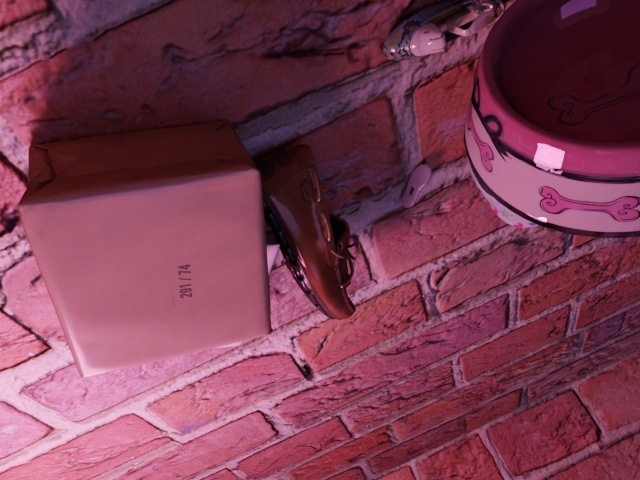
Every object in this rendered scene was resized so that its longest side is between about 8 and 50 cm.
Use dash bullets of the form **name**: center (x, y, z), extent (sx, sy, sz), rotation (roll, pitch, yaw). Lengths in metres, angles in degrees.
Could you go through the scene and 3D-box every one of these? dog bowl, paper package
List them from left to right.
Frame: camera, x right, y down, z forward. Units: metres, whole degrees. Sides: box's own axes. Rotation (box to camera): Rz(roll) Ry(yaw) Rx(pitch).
- **paper package**: center (-0.241, 0.015, 0.817), extent (0.310, 0.168, 0.324), rotation (-12, 129, -17)
- **dog bowl**: center (0.397, -0.214, 0.744), extent (0.408, 0.408, 0.150), rotation (-29, 145, 4)

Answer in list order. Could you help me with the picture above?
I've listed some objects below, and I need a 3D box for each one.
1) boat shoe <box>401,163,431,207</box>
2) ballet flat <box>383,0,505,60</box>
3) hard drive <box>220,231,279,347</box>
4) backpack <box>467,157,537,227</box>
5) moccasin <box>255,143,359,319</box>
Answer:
- **boat shoe**: center (0.191, -0.108, 1.059), extent (0.035, 0.035, 0.100), rotation (-27, 146, -44)
- **ballet flat**: center (0.184, -0.314, 0.803), extent (0.188, 0.070, 0.070), rotation (-29, 140, 4)
- **hard drive**: center (-0.215, 0.107, 1.070), extent (0.203, 0.040, 0.307), rotation (0, 134, -27)
- **backpack**: center (0.392, -0.154, 0.964), extent (0.254, 0.225, 0.191), rotation (-31, 138, 23)
- **moccasin**: center (-0.001, -0.001, 0.985), extent (0.147, 0.139, 0.380), rotation (-31, 123, -10)
